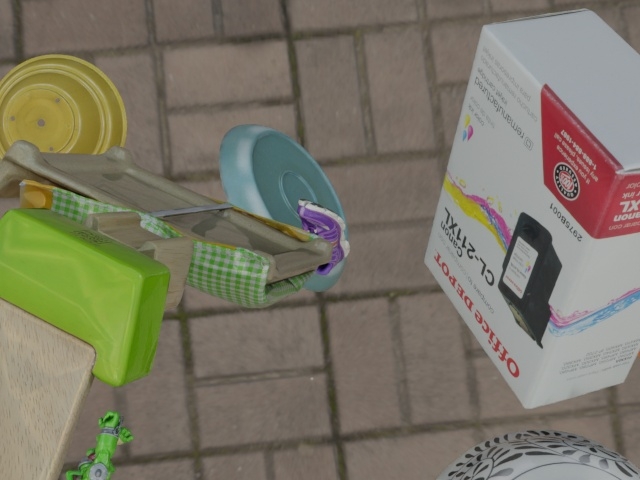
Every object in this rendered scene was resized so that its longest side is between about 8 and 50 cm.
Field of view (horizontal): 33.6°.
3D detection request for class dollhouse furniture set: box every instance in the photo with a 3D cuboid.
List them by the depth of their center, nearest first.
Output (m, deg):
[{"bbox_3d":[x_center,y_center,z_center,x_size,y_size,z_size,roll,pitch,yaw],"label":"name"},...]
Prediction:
[{"bbox_3d":[-0.141,0.040,0.645,0.197,0.301,0.151,25,100,14],"label":"dollhouse furniture set"}]

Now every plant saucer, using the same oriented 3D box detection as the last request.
[{"bbox_3d":[-0.047,-0.065,1.787,0.043,0.317,0.318,-29,83,28],"label":"plant saucer"}]

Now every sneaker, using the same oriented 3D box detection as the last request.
[{"bbox_3d":[0.000,0.000,1.603,0.068,0.170,0.071,23,67,28],"label":"sneaker"}]

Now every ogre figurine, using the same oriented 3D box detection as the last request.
[{"bbox_3d":[-0.370,0.386,1.757,0.097,0.118,0.197,32,124,-20],"label":"ogre figurine"}]

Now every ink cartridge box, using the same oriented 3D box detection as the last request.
[{"bbox_3d":[0.128,-0.014,0.573,0.072,0.175,0.127,-13,47,-22],"label":"ink cartridge box"}]

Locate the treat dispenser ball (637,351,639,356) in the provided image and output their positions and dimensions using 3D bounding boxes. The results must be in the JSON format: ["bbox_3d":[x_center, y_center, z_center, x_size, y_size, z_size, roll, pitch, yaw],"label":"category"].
[{"bbox_3d":[0.342,-0.026,1.053,0.288,0.288,0.288,0,83,0],"label":"treat dispenser ball"}]

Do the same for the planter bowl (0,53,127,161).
[{"bbox_3d":[-0.404,-0.173,1.571,0.217,0.090,0.217,0,93,2],"label":"planter bowl"}]

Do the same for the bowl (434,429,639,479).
[{"bbox_3d":[0.134,0.178,0.584,0.170,0.080,0.170,0,65,1],"label":"bowl"}]
